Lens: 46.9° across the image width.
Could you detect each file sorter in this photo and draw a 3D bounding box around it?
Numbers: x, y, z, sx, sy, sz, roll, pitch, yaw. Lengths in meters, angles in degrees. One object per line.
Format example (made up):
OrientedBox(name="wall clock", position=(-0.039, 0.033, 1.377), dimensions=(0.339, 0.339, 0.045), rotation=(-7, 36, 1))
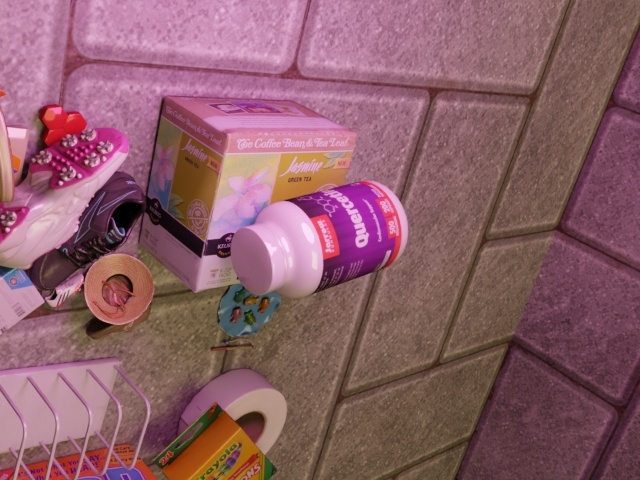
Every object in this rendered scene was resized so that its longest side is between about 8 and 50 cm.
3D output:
OrientedBox(name="file sorter", position=(-0.513, 0.372, 1.473), dimensions=(0.278, 0.173, 0.192), rotation=(1, 115, -46))

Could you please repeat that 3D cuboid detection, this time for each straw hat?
OrientedBox(name="straw hat", position=(-0.409, 0.103, 1.475), dimensions=(0.145, 0.144, 0.061), rotation=(-28, 175, -31))

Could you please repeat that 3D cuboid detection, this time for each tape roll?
OrientedBox(name="tape roll", position=(-0.226, 0.475, 1.905), dimensions=(0.286, 0.100, 0.286), rotation=(-27, 134, -32))

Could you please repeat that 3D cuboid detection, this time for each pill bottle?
OrientedBox(name="pill bottle", position=(0.000, 0.000, 1.383), dimensions=(0.323, 0.181, 0.181), rotation=(-17, 128, -39))

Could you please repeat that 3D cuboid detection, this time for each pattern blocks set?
OrientedBox(name="pattern blocks set", position=(-0.560, -0.124, 1.186), dimensions=(0.325, 0.026, 0.285), rotation=(10, 108, -49))

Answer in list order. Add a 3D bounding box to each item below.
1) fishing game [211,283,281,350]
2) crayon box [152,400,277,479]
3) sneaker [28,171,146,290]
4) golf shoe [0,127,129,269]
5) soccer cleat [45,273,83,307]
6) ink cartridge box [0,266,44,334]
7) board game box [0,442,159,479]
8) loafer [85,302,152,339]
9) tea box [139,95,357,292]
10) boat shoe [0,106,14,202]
OrientedBox(name="fishing game", position=(-0.164, 0.162, 1.797), dimensions=(0.189, 0.041, 0.264), rotation=(5, 113, -45))
OrientedBox(name="crayon box", position=(-0.248, 0.549, 1.789), dimensions=(0.202, 0.081, 0.318), rotation=(-43, 140, -15))
OrientedBox(name="sneaker", position=(-0.425, -0.009, 1.348), dimensions=(0.267, 0.106, 0.101), rotation=(-50, 143, -5))
OrientedBox(name="golf shoe", position=(-0.445, -0.070, 1.251), dimensions=(0.306, 0.115, 0.140), rotation=(-39, 149, -10))
OrientedBox(name="soccer cleat", position=(-0.490, 0.094, 1.414), dimensions=(0.083, 0.029, 0.035), rotation=(-44, 145, -7))
OrientedBox(name="ink cartridge box", position=(-0.593, 0.118, 1.290), dimensions=(0.180, 0.060, 0.104), rotation=(-40, 139, -25))
OrientedBox(name="board game box", position=(-0.515, 0.711, 1.561), dimensions=(0.356, 0.357, 0.356), rotation=(0, 116, -47))
OrientedBox(name="loafer", position=(-0.412, 0.171, 1.528), dimensions=(0.148, 0.056, 0.050), rotation=(-26, 127, -32))
OrientedBox(name="tea box", position=(-0.146, -0.104, 1.480), dimensions=(0.329, 0.220, 0.323), rotation=(-9, 122, -43))
OrientedBox(name="boat shoe", position=(-0.530, -0.210, 1.056), dimensions=(0.110, 0.122, 0.340), rotation=(-20, 107, -25))
